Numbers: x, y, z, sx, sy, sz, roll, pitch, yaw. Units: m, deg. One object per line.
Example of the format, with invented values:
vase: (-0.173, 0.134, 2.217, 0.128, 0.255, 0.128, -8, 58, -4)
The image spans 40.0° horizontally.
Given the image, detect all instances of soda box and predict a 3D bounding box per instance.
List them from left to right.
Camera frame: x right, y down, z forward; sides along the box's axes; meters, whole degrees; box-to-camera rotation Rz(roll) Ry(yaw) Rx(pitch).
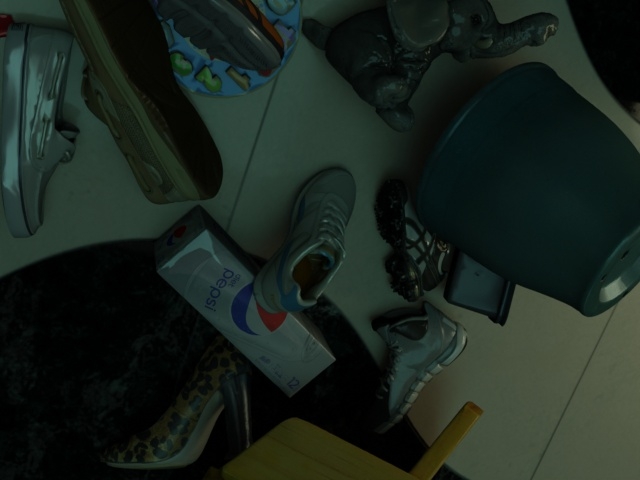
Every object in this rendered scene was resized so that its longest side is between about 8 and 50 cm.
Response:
soda box: (-0.105, 0.088, 1.237, 0.091, 0.098, 0.286, -40, 116, 4)

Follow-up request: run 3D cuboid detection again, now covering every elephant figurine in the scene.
elephant figurine: (0.138, -0.269, 1.117, 0.239, 0.169, 0.186, -44, 131, 13)

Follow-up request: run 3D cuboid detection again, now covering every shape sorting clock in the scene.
shape sorting clock: (-0.124, -0.281, 1.105, 0.206, 0.040, 0.206, -5, 114, -13)

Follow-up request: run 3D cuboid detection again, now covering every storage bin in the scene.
storage bin: (0.240, 0.047, 1.314, 0.091, 0.098, 0.135, 14, 95, 0)

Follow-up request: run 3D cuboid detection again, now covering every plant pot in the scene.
plant pot: (0.307, -0.049, 1.135, 0.271, 0.255, 0.272, -32, 146, -24)

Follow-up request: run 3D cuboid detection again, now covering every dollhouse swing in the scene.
dollhouse swing: (0.024, 0.345, 1.318, 0.315, 0.305, 0.347, 26, 143, 6)

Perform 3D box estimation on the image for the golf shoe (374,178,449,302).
golf shoe: (0.137, -0.010, 1.278, 0.093, 0.077, 0.198, -22, 124, -17)

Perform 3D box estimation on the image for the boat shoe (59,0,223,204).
boat shoe: (-0.239, -0.184, 1.069, 0.110, 0.122, 0.341, -10, 121, 24)

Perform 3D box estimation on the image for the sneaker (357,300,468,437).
sneaker: (0.106, 0.183, 1.350, 0.132, 0.086, 0.229, 42, 90, -18)

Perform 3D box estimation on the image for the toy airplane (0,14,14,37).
toy airplane: (-0.439, -0.271, 1.035, 0.151, 0.028, 0.151, -6, 114, -14)

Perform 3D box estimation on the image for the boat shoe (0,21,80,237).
boat shoe: (-0.343, -0.130, 1.089, 0.088, 0.096, 0.268, 4, 103, -11)

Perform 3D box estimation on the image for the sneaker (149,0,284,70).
sneaker: (-0.135, -0.348, 1.003, 0.321, 0.124, 0.180, 40, 68, -31)

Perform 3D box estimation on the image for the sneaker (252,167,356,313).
sneaker: (0.000, 0.000, 1.189, 0.087, 0.092, 0.229, 40, 63, -31)

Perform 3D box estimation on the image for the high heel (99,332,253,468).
high heel: (-0.216, 0.240, 1.306, 0.261, 0.186, 0.093, -12, 162, 19)
